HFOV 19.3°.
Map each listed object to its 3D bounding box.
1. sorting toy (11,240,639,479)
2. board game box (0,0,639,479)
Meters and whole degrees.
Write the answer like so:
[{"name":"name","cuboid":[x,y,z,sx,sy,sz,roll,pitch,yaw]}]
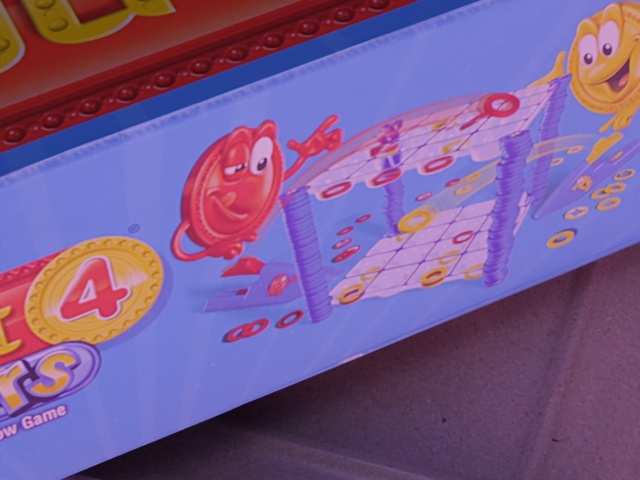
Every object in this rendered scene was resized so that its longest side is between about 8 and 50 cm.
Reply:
[{"name":"sorting toy","cuboid":[0.000,0.000,0.444,0.347,0.047,0.196,13,51,16]},{"name":"board game box","cuboid":[-0.097,-0.085,0.439,0.308,0.086,0.302,-22,50,-14]}]
